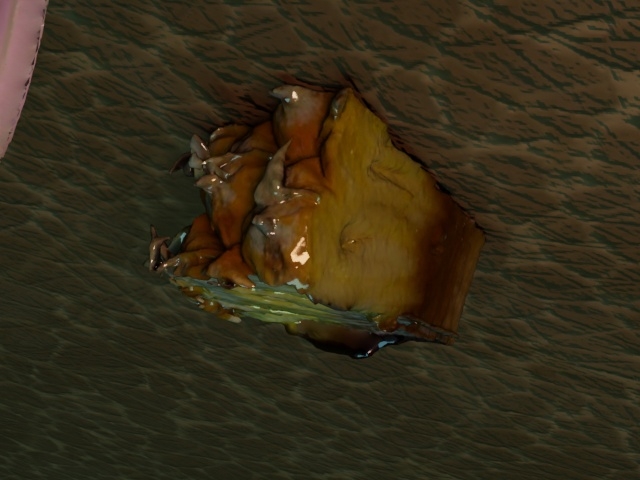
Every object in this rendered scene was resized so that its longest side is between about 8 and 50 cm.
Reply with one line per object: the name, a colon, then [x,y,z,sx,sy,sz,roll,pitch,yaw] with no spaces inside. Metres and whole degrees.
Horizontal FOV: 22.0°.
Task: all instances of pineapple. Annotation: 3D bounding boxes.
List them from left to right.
pineapple: [0.000,0.000,0.927,0.186,0.114,0.236,19,168,-4]

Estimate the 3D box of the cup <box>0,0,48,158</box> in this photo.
cup: [-0.248,-0.127,0.623,0.274,0.253,0.253,10,158,1]
